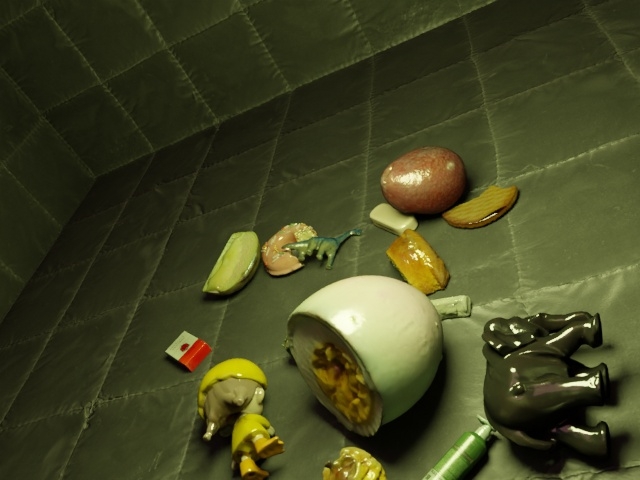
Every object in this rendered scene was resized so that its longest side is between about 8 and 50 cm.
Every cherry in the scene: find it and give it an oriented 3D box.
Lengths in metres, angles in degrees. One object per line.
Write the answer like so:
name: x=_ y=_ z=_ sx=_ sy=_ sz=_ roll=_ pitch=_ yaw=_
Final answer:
cherry: x=0.326 y=-0.189 z=1.956 sx=0.308 sy=0.221 sz=0.261 roll=-14 pitch=2 yaw=-32

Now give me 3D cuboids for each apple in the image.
apple: x=-0.293 y=0.098 z=2.227 sx=0.193 sy=0.120 sz=0.264 roll=4 pitch=61 yaw=46

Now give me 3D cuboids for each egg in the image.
egg: x=0.144 y=0.237 z=1.492 sx=0.340 sy=0.354 sz=0.355 roll=-30 pitch=28 yaw=-30

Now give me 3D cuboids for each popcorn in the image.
popcorn: x=0.076 y=0.535 z=1.338 sx=0.167 sy=0.152 sz=0.148 roll=-6 pitch=60 yaw=50

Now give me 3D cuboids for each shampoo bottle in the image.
shampoo bottle: x=0.297 y=0.465 z=1.301 sx=0.204 sy=0.065 sz=0.065 roll=-43 pitch=34 yaw=-14

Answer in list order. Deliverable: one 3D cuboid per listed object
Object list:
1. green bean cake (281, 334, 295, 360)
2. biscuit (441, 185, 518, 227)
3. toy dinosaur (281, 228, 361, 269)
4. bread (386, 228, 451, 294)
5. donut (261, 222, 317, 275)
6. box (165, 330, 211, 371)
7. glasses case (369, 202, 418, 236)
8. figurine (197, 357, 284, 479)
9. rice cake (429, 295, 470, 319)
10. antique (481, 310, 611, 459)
green bean cake: x=0.005 y=0.278 z=1.766 sx=0.181 sy=0.094 sz=0.173 roll=-1 pitch=44 yaw=41
biscuit: x=0.494 y=-0.103 z=1.905 sx=0.229 sy=0.031 sz=0.176 roll=-5 pitch=41 yaw=39
toy dinosaur: x=0.000 y=0.000 z=2.113 sx=0.248 sy=0.075 sz=0.188 roll=12 pitch=48 yaw=18
bread: x=0.272 y=0.046 z=1.805 sx=0.129 sy=0.134 sz=0.260 roll=-34 pitch=32 yaw=1
donut: x=-0.127 y=0.029 z=2.216 sx=0.199 sy=0.085 sz=0.232 roll=-12 pitch=37 yaw=31
box: x=-0.451 y=0.376 z=2.077 sx=0.152 sy=0.048 sz=0.100 roll=16 pitch=58 yaw=47
glasses case: x=0.246 y=-0.071 z=2.057 sx=0.083 sy=0.050 sz=0.196 roll=-43 pitch=34 yaw=-11
figurine: x=-0.211 y=0.469 z=1.638 sx=0.215 sy=0.187 sz=0.343 roll=-46 pitch=39 yaw=3
rice cake: x=0.285 y=0.196 z=1.676 sx=0.256 sy=0.052 sz=0.057 roll=-13 pitch=67 yaw=28
antique: x=0.465 y=0.284 z=1.284 sx=0.255 sy=0.185 sz=0.322 roll=-7 pitch=45 yaw=33
